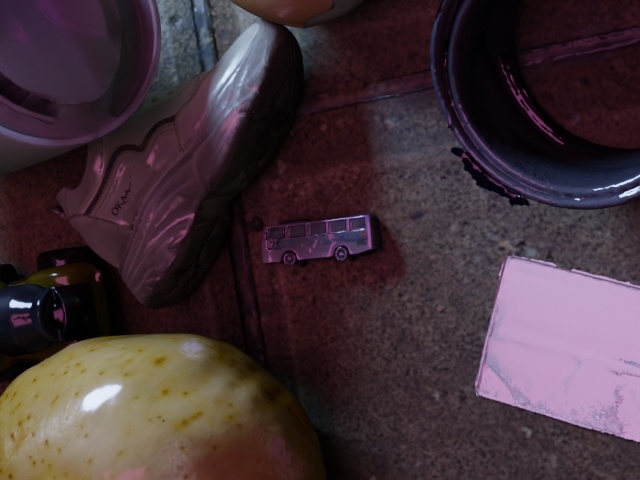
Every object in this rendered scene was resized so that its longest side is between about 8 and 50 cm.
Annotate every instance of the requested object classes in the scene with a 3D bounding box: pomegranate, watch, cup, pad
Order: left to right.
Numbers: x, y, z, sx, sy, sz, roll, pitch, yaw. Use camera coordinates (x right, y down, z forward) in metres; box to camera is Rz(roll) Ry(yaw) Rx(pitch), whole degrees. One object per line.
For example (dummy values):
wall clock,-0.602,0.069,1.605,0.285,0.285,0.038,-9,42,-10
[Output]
cup,-0.350,-0.193,1.681,0.371,0.253,0.253,-14,84,58
pomegranate,-0.185,0.272,1.596,0.410,0.410,0.410,0,91,22
watch,0.236,-0.204,1.516,0.335,0.314,0.326,-2,105,30
pad,0.279,0.113,1.621,0.232,0.004,0.156,14,96,22

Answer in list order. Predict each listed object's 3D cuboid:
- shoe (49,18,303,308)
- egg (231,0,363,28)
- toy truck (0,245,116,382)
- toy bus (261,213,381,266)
shoe,-0.169,-0.114,1.733,0.211,0.132,0.342,35,107,15
egg,-0.032,-0.325,1.639,0.244,0.201,0.201,19,98,31
toy truck,-0.344,0.091,1.790,0.224,0.165,0.147,-9,88,23
toy bus,0.000,0.000,1.717,0.131,0.037,0.052,-6,86,22
